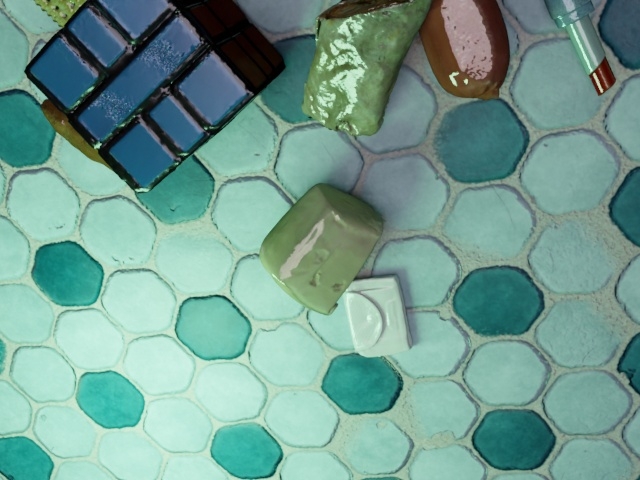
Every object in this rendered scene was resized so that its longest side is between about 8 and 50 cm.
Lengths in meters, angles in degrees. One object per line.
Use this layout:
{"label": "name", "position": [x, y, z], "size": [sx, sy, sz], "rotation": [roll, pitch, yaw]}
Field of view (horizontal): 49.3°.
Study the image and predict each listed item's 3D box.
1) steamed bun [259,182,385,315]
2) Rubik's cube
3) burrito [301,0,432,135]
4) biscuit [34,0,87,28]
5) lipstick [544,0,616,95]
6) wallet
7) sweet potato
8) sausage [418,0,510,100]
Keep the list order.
{"label": "steamed bun", "position": [0.000, 0.000, 1.348], "size": [0.225, 0.170, 0.200], "rotation": [-49, 128, 7]}
{"label": "Rubik's cube", "position": [-0.265, -0.294, 1.192], "size": [0.288, 0.293, 0.283], "rotation": [-37, 101, 23]}
{"label": "burrito", "position": [0.064, -0.311, 1.171], "size": [0.175, 0.107, 0.347], "rotation": [17, 143, -6]}
{"label": "biscuit", "position": [-0.472, -0.470, 1.313], "size": [0.231, 0.016, 0.139], "rotation": [44, 113, -8]}
{"label": "lipstick", "position": [0.422, -0.368, 1.153], "size": [0.068, 0.061, 0.274], "rotation": [-26, 104, 17]}
{"label": "wallet", "position": [0.117, 0.160, 1.443], "size": [0.124, 0.032, 0.182], "rotation": [-9, 109, 12]}
{"label": "sweet potato", "position": [-0.441, -0.203, 1.372], "size": [0.252, 0.097, 0.097], "rotation": [30, 114, -3]}
{"label": "sausage", "position": [0.234, -0.350, 1.160], "size": [0.148, 0.148, 0.254], "rotation": [-21, 109, 18]}
